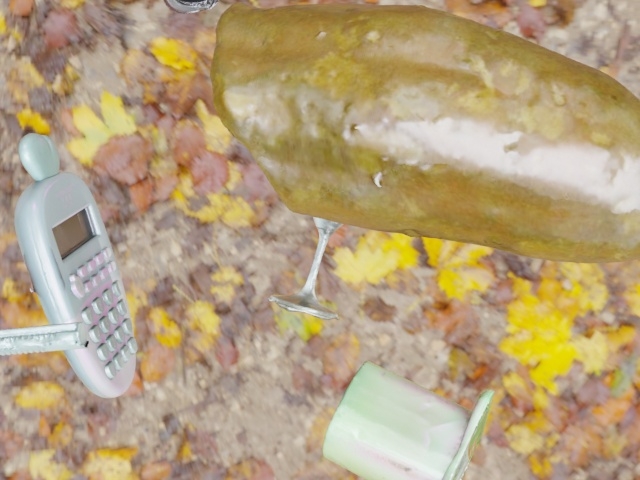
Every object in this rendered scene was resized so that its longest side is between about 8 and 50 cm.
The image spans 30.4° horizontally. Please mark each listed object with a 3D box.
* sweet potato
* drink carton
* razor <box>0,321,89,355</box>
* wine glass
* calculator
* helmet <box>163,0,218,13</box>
[{"bbox_3d":[0.103,-0.071,0.789,0.369,0.158,0.158,12,101,11],"label":"sweet potato"},{"bbox_3d":[0.086,0.209,1.233,0.142,0.146,0.144,24,64,12],"label":"drink carton"},{"bbox_3d":[-0.264,0.074,0.813,0.211,0.036,0.084,-4,74,1],"label":"razor"},{"bbox_3d":[0.000,0.000,1.440,0.122,0.122,0.183,17,91,-17],"label":"wine glass"},{"bbox_3d":[-0.265,0.027,1.271,0.041,0.185,0.299,-16,101,10],"label":"calculator"},{"bbox_3d":[-0.175,-0.388,1.686,0.123,0.070,0.098,-29,140,12],"label":"helmet"}]
